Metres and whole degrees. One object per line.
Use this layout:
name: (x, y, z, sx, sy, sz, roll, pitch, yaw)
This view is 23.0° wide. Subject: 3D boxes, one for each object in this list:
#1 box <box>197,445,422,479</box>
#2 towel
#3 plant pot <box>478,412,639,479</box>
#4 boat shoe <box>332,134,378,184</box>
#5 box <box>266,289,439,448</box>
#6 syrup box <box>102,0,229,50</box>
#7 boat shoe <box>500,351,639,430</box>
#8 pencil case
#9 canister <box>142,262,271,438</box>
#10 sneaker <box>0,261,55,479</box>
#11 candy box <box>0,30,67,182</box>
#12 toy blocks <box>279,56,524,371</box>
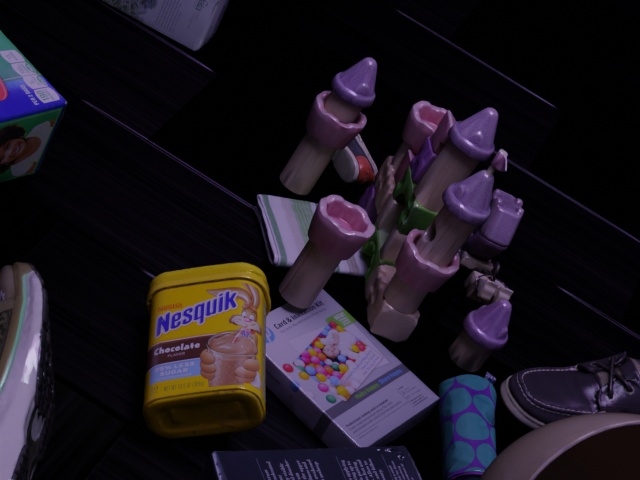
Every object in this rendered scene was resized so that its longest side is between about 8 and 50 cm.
box: (-0.019, 0.271, 1.401, 0.207, 0.153, 0.108, 1, 45, -30)
towel: (0.000, 0.000, 1.846, 0.152, 0.023, 0.113, 10, 43, -27)
plant pot: (0.247, 0.285, 1.497, 0.284, 0.284, 0.191, 13, 5, -20)
boat shoe: (0.031, -0.124, 1.985, 0.043, 0.049, 0.137, 2, 46, -35)
box: (0.015, 0.142, 1.670, 0.186, 0.038, 0.145, 42, 38, 19)
syrup box: (-0.231, -0.354, 2.049, 0.237, 0.093, 0.096, 28, 36, -1)
boat shoe: (0.340, 0.173, 1.797, 0.285, 0.092, 0.103, 10, 41, -23)
pencil case: (0.160, 0.210, 1.660, 0.070, 0.064, 0.152, 27, 36, -19)
canister: (-0.113, 0.110, 1.568, 0.126, 0.073, 0.170, -8, 43, 6)
sneaker: (-0.331, 0.154, 1.364, 0.182, 0.158, 0.410, 4, 35, -3)
candy box: (-0.476, -0.158, 1.638, 0.268, 0.122, 0.317, 45, 41, 21)
toy blocks: (0.138, -0.054, 1.756, 0.309, 0.260, 0.289, 23, 32, -17)
